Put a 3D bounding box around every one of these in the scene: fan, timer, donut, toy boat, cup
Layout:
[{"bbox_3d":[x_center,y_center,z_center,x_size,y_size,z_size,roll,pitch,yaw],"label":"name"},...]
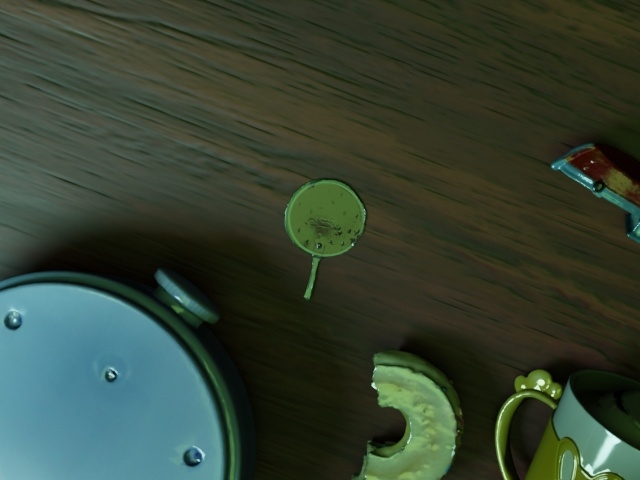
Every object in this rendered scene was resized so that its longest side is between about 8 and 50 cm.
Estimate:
[{"bbox_3d":[0.000,0.000,1.969,0.085,0.005,0.133,12,103,0],"label":"fan"},{"bbox_3d":[-0.239,0.197,1.939,0.395,0.173,0.395,0,88,9],"label":"timer"},{"bbox_3d":[0.096,0.195,1.981,0.108,0.065,0.166,9,103,1],"label":"donut"},{"bbox_3d":[0.314,-0.043,1.908,0.173,0.069,0.059,31,117,-10],"label":"toy boat"},{"bbox_3d":[0.274,0.249,1.945,0.241,0.185,0.226,36,112,30],"label":"cup"}]
